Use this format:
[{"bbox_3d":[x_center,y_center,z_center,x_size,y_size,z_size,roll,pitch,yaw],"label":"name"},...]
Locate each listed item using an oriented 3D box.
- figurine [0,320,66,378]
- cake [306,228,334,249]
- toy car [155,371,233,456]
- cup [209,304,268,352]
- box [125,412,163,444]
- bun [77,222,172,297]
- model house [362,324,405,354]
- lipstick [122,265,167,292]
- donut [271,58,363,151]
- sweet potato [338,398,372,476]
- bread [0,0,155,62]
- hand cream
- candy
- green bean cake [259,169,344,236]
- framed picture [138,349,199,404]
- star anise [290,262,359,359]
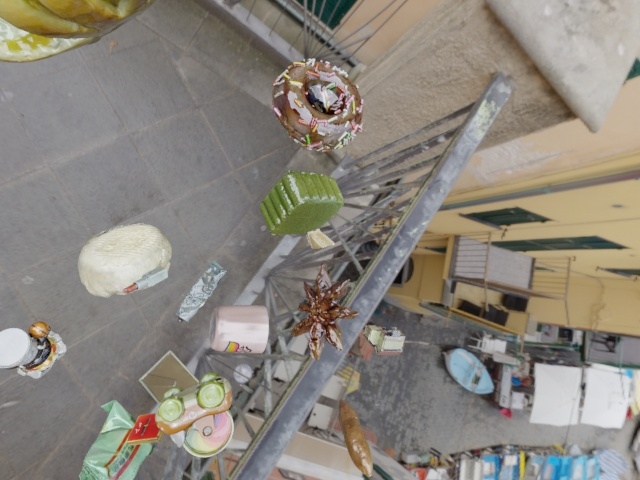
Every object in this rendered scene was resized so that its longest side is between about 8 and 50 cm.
[{"bbox_3d":[-0.940,0.353,1.310,0.133,0.236,0.176,37,67,9],"label":"figurine"},{"bbox_3d":[0.000,0.000,1.280,0.052,0.121,0.065,-19,99,-17],"label":"cake"},{"bbox_3d":[-0.356,0.528,1.183,0.235,0.145,0.235,2,84,-15],"label":"toy car"},{"bbox_3d":[-0.341,0.370,1.620,0.200,0.253,0.192,7,50,-23],"label":"cup"},{"bbox_3d":[-0.540,0.592,1.265,0.023,0.133,0.090,60,26,-30],"label":"box"},{"bbox_3d":[-0.746,0.087,1.563,0.359,0.359,0.211,-17,121,-24],"label":"bun"},{"bbox_3d":[0.143,0.230,0.915,0.083,0.057,0.058,5,105,-20],"label":"model house"},{"bbox_3d":[-0.471,0.110,1.074,0.129,0.030,0.030,-36,137,-52],"label":"lipstick"},{"bbox_3d":[-0.001,-0.368,1.079,0.269,0.103,0.270,9,66,-21],"label":"donut"},{"bbox_3d":[0.077,0.461,0.966,0.051,0.218,0.065,-21,120,-4],"label":"sweet potato"},{"bbox_3d":[-0.284,-0.319,0.452,0.333,0.333,0.160,-43,125,-20],"label":"bread"},{"bbox_3d":[-0.440,0.191,1.457,0.075,0.052,0.248,34,84,6],"label":"hand cream"},{"bbox_3d":[-0.831,0.866,1.619,0.172,0.398,0.263,-27,112,5],"label":"candy"},{"bbox_3d":[-0.071,-0.137,1.505,0.249,0.247,0.156,-5,62,-43],"label":"green bean cake"},{"bbox_3d":[-0.551,0.518,1.468,0.150,0.203,0.015,-46,148,-22],"label":"framed picture"},{"bbox_3d":[0.001,0.206,1.181,0.088,0.288,0.288,13,82,-35],"label":"star anise"}]
